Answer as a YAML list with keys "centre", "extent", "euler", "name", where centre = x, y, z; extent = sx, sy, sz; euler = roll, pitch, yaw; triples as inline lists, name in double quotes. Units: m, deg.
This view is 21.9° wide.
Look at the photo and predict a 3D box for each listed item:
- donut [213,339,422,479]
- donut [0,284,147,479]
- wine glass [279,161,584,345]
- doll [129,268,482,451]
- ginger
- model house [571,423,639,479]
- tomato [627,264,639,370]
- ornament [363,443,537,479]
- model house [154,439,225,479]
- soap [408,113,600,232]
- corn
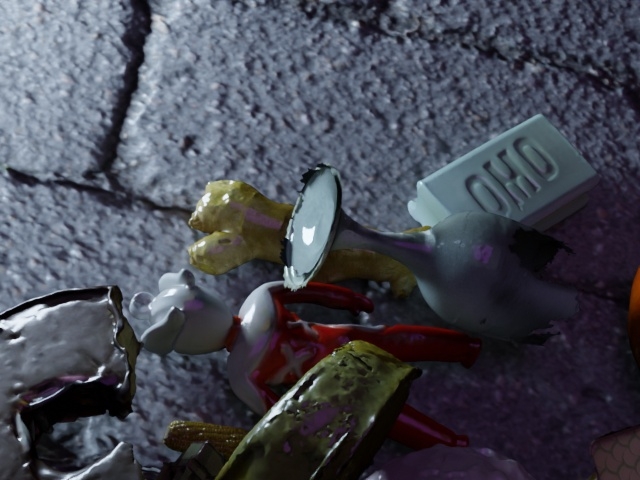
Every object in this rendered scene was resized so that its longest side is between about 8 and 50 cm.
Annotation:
- centre: [-0.013, 0.204, 1.590]
  extent: [0.107, 0.272, 0.272]
  euler: [36, 57, 8]
  name: "donut"
- centre: [-0.267, 0.217, 1.588]
  extent: [0.259, 0.136, 0.345]
  euler: [-21, 50, -6]
  name: "donut"
- centre: [0.122, 0.021, 1.775]
  extent: [0.321, 0.143, 0.143]
  euler: [14, 55, -20]
  name: "wine glass"
- centre: [-0.018, 0.122, 1.762]
  extent: [0.384, 0.099, 0.188]
  euler: [20, 54, -7]
  name: "doll"
- centre: [0.000, -0.001, 1.856]
  extent: [0.299, 0.065, 0.118]
  euler: [8, 70, -6]
  name: "ginger"
- centre: [0.382, 0.253, 1.674]
  extent: [0.326, 0.244, 0.169]
  euler: [-2, 60, -12]
  name: "model house"
- centre: [0.470, 0.089, 1.837]
  extent: [0.260, 0.180, 0.260]
  euler: [7, 55, -11]
  name: "tomato"
- centre: [0.129, 0.318, 1.573]
  extent: [0.259, 0.225, 0.259]
  euler: [10, 59, -17]
  name: "ornament"
- centre: [-0.133, 0.251, 1.671]
  extent: [0.058, 0.057, 0.083]
  euler: [52, 50, -25]
  name: "model house"
- centre: [0.216, -0.055, 1.939]
  extent: [0.198, 0.066, 0.119]
  euler: [-30, 67, -27]
  name: "soap"
- centre: [-0.116, 0.207, 1.713]
  extent: [0.092, 0.037, 0.037]
  euler: [10, 56, -9]
  name: "corn"
